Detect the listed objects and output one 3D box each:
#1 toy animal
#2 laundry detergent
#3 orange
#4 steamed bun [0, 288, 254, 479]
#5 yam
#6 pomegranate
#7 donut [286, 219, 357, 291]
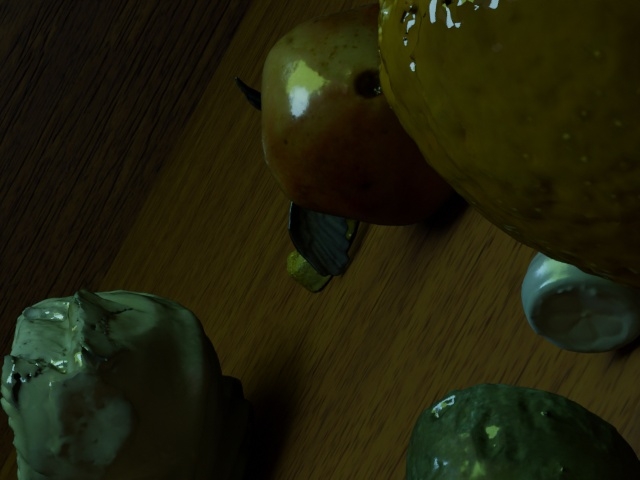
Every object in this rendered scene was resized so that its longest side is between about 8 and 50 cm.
[{"bbox_3d":[0.018,-0.140,1.571,0.160,0.197,0.272,-37,24,52],"label":"toy animal"},{"bbox_3d":[0.190,-0.074,1.039,0.159,0.088,0.335,-47,22,44],"label":"laundry detergent"},{"bbox_3d":[0.195,-0.134,0.723,0.340,0.293,0.340,-62,0,0],"label":"orange"},{"bbox_3d":[-0.182,0.206,1.544,0.394,0.237,0.346,101,161,-65],"label":"steamed bun"},{"bbox_3d":[0.111,0.211,0.722,0.133,0.133,0.330,-53,22,31],"label":"yam"},{"bbox_3d":[0.048,-0.109,1.380,0.209,0.209,0.209,-56,16,25],"label":"pomegranate"},{"bbox_3d":[0.000,0.000,1.647,0.108,0.043,0.097,-70,15,-11],"label":"donut"}]
